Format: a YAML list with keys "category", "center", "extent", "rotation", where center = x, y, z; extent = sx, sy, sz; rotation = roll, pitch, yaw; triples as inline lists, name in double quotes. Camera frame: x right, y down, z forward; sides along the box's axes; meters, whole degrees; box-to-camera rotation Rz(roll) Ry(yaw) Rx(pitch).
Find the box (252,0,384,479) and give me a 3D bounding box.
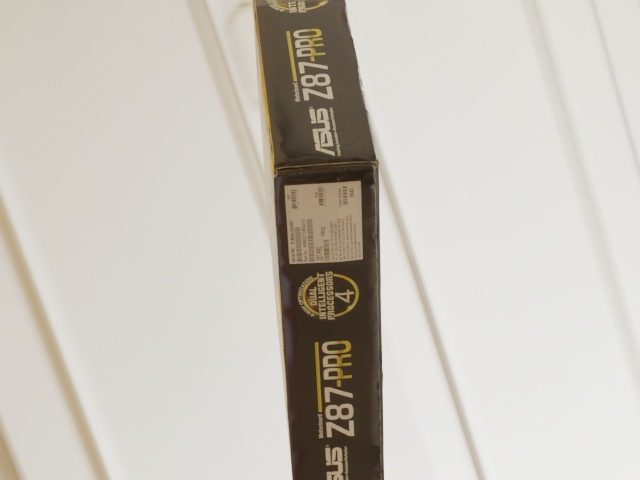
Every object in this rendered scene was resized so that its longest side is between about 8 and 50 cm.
- category: "box"
  center: [0.000, 0.000, 1.504]
  extent: [0.097, 0.395, 0.318]
  rotation: [-4, 39, -1]
